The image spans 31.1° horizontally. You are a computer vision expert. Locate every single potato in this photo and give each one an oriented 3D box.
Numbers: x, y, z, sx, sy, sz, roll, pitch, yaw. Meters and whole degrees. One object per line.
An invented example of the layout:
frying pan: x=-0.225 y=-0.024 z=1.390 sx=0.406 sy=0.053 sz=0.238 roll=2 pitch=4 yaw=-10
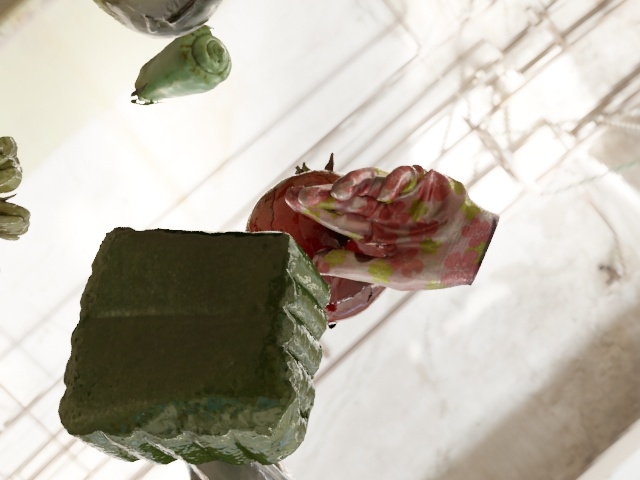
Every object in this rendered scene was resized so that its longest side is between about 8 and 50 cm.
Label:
potato: x=-0.146 y=-0.299 z=1.203 sx=0.248 sy=0.143 sz=0.169 roll=-19 pitch=176 yaw=39

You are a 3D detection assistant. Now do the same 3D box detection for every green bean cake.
green bean cake: x=-0.116 y=0.102 z=1.113 sx=0.248 sy=0.125 sz=0.222 roll=-1 pitch=-115 yaw=23

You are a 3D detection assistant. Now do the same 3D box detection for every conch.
conch: x=-0.190 y=-0.240 z=1.562 sx=0.170 sy=0.079 sz=0.106 roll=-14 pitch=-135 yaw=35

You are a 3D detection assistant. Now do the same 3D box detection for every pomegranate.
pomegranate: x=0.000 y=0.000 z=1.527 sx=0.210 sy=0.210 sz=0.235 roll=-32 pitch=-140 yaw=30

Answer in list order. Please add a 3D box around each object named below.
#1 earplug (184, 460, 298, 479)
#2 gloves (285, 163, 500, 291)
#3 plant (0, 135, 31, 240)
earplug: x=-0.107 y=0.314 z=1.296 sx=0.175 sy=0.214 sz=0.325 roll=-24 pitch=-138 yaw=20
gloves: x=0.079 y=-0.024 z=1.351 sx=0.126 sy=0.241 sz=0.145 roll=-64 pitch=176 yaw=-53
plant: x=-0.594 y=-0.063 z=1.651 sx=0.306 sy=0.297 sz=0.261 roll=-57 pitch=171 yaw=20
